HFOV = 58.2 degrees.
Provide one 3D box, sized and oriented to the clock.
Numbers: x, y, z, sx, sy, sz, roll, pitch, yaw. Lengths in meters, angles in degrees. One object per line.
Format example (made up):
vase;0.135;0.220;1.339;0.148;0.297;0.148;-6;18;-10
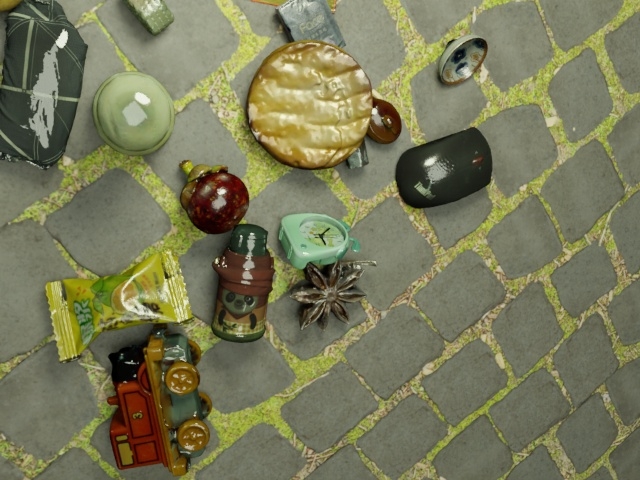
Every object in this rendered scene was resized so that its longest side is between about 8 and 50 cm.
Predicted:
clock;0.000;-0.001;1.406;0.188;0.148;0.060;-3;133;-22

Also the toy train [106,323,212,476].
toy train;-0.377;0.387;1.342;0.231;0.163;0.370;-10;104;-9

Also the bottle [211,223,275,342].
bottle;-0.188;0.094;1.357;0.156;0.143;0.272;-4;107;-45

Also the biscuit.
biscuit;-0.024;-0.310;1.332;0.296;0.102;0.297;-1;112;-1

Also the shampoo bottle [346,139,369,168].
shampoo bottle;0.070;-0.283;1.417;0.063;0.057;0.208;-10;105;13

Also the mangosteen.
mangosteen;-0.252;-0.095;1.301;0.181;0.156;0.146;25;113;16

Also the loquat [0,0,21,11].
loquat;-0.637;-0.505;1.064;0.204;0.149;0.172;-35;109;-1

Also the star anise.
star anise;0.030;0.123;1.472;0.262;0.081;0.230;-41;114;-10

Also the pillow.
pillow;-0.569;-0.316;1.158;0.161;0.092;0.335;12;96;-18

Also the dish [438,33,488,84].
dish;0.347;-0.479;1.472;0.141;0.078;0.141;-24;150;-15

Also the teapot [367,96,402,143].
teapot;0.153;-0.300;1.431;0.098;0.078;0.129;-43;111;-8

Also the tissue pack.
tissue pack;-0.023;-0.493;1.332;0.112;0.051;0.156;-35;120;-6

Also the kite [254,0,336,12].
kite;-0.089;-0.641;1.262;0.327;0.013;0.378;-34;129;6

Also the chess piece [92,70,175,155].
chess piece;-0.360;-0.248;1.120;0.182;0.330;0.183;-4;102;-18

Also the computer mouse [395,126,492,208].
computer mouse;0.334;-0.186;1.511;0.269;0.100;0.170;-23;110;-14

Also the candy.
candy;-0.447;0.141;1.282;0.297;0.081;0.187;-15;80;-14

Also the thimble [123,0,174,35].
thimble;-0.362;-0.489;1.201;0.062;0.084;0.110;-42;114;-7
